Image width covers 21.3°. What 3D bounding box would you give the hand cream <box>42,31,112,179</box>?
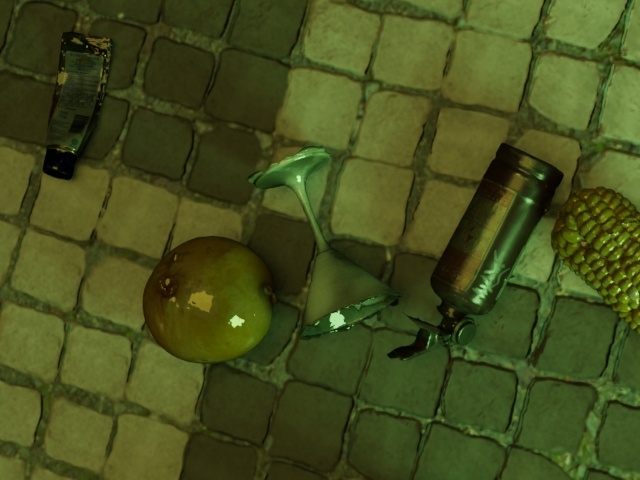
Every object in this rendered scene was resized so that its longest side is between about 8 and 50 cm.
[{"bbox_3d":[-0.275,-0.150,1.897,0.062,0.039,0.163,10,82,15],"label":"hand cream"}]

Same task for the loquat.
[{"bbox_3d":[-0.116,0.062,1.795,0.141,0.141,0.141,-1,85,12],"label":"loquat"}]

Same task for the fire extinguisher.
[{"bbox_3d":[0.148,0.018,1.757,0.106,0.075,0.252,27,93,-26],"label":"fire extinguisher"}]

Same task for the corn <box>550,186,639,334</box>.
[{"bbox_3d":[0.346,0.064,1.712,0.101,0.101,0.292,-42,80,6],"label":"corn"}]

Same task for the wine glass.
[{"bbox_3d":[0.000,0.000,1.783,0.122,0.122,0.183,-24,79,10],"label":"wine glass"}]
